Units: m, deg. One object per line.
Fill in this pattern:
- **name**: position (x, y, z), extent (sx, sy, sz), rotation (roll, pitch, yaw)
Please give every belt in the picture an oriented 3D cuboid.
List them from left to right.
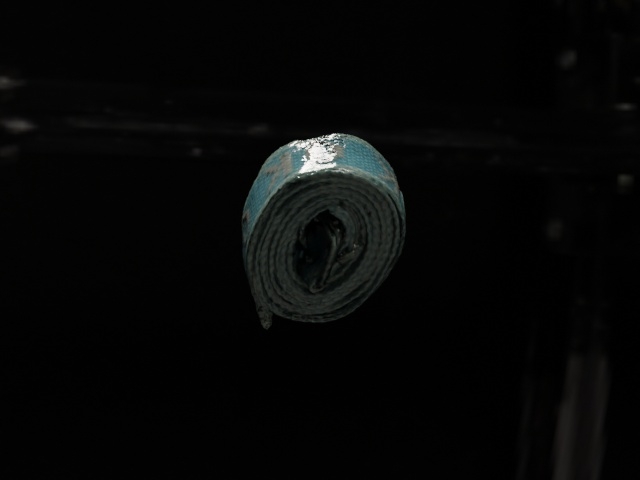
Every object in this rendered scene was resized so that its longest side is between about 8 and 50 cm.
- **belt**: position (0.002, -0.007, 1.699), extent (0.148, 0.082, 0.163), rotation (-8, -52, 2)
